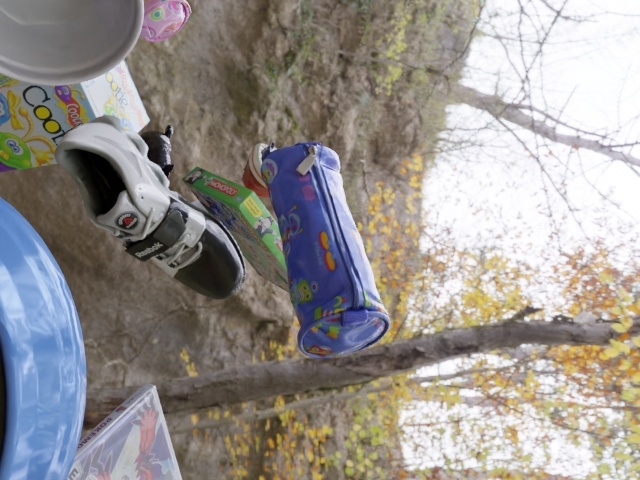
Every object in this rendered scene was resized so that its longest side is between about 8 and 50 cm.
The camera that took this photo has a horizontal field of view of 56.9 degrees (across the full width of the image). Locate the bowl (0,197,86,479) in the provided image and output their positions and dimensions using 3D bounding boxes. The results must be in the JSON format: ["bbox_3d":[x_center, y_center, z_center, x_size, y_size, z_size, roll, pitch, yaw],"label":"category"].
[{"bbox_3d":[-0.397,0.124,0.519,0.391,0.077,0.391,0,-90,15],"label":"bowl"}]

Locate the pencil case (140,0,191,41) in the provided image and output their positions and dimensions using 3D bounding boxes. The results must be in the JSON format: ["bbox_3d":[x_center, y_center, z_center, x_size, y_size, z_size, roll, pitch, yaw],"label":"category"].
[{"bbox_3d":[-0.366,-0.520,1.122,0.284,0.124,0.124,56,-45,6],"label":"pencil case"}]

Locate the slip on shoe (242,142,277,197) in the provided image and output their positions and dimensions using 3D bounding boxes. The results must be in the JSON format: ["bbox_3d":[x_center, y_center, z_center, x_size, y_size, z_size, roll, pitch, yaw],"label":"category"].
[{"bbox_3d":[-0.108,-0.131,1.211,0.101,0.123,0.331,-46,-170,5],"label":"slip on shoe"}]

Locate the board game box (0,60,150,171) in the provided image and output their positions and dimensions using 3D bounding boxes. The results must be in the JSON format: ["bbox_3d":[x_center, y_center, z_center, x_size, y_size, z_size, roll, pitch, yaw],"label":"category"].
[{"bbox_3d":[-0.465,-0.220,1.008,0.142,0.275,0.144,-73,152,-54],"label":"board game box"}]

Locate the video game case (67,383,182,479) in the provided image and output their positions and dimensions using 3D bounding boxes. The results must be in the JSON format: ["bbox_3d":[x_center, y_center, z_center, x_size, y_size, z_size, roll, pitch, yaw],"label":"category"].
[{"bbox_3d":[-0.254,0.319,0.756,0.023,0.183,0.201,3,-65,26],"label":"video game case"}]

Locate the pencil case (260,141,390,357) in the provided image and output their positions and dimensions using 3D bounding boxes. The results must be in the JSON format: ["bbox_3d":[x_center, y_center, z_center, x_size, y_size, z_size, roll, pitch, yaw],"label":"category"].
[{"bbox_3d":[0.000,0.000,0.803,0.133,0.119,0.306,109,-29,-56],"label":"pencil case"}]

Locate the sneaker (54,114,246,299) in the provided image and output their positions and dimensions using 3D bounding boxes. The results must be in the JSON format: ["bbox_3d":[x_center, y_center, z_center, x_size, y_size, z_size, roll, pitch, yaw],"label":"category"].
[{"bbox_3d":[-0.246,-0.023,0.838,0.122,0.330,0.146,-40,-169,18],"label":"sneaker"}]

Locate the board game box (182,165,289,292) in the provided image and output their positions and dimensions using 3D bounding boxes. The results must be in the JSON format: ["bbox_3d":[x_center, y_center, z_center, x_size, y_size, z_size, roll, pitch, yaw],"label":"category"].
[{"bbox_3d":[-0.130,-0.003,1.208,0.213,0.317,0.046,24,-114,45],"label":"board game box"}]

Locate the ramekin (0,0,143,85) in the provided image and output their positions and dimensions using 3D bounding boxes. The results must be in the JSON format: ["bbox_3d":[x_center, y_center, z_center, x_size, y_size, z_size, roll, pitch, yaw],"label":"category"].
[{"bbox_3d":[-0.315,-0.294,0.674,0.207,0.207,0.109,-52,-133,36],"label":"ramekin"}]

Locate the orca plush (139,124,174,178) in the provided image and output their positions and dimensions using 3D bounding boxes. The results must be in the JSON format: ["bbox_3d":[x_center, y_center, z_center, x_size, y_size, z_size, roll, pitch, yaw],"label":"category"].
[{"bbox_3d":[-0.387,-0.176,1.267,0.151,0.102,0.287,-60,-153,25],"label":"orca plush"}]

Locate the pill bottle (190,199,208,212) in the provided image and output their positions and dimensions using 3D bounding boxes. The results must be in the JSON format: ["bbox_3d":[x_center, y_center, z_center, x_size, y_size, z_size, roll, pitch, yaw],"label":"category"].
[{"bbox_3d":[-0.288,-0.018,1.376,0.193,0.108,0.108,147,-56,-63],"label":"pill bottle"}]
